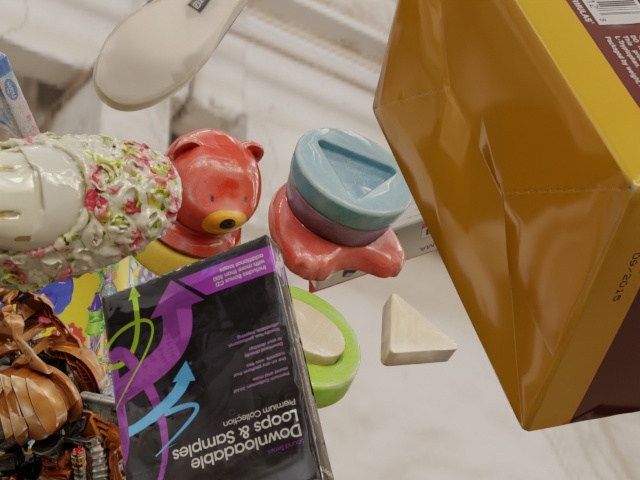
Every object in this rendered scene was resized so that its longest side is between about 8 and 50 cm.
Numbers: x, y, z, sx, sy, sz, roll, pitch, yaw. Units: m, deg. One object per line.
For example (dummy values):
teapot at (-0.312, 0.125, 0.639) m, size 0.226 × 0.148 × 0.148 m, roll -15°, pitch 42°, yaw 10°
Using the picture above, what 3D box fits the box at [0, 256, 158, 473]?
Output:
box at (-0.350, 0.157, 1.533) m, size 0.289 × 0.279 × 0.177 m, roll -12°, pitch -25°, yaw 19°

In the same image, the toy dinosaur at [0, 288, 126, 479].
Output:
toy dinosaur at (-0.232, 0.133, 0.940) m, size 0.218 × 0.322 × 0.164 m, roll -15°, pitch -8°, yaw 29°

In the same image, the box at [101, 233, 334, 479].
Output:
box at (-0.063, 0.087, 0.690) m, size 0.116 × 0.162 × 0.029 m, roll -21°, pitch -30°, yaw 11°

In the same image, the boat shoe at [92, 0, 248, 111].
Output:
boat shoe at (-0.199, -0.285, 1.668) m, size 0.127 × 0.340 × 0.158 m, roll 41°, pitch -25°, yaw -2°

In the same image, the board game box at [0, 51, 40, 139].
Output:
board game box at (-0.299, -0.141, 1.072) m, size 0.090 × 0.020 × 0.090 m, roll 30°, pitch -30°, yaw 36°

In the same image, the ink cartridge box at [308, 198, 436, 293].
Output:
ink cartridge box at (0.110, 0.017, 2.009) m, size 0.275 × 0.060 × 0.239 m, roll -19°, pitch -28°, yaw -9°

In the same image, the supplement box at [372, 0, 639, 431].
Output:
supplement box at (0.150, -0.049, 0.485) m, size 0.194 × 0.191 × 0.129 m, roll -6°, pitch -42°, yaw -17°

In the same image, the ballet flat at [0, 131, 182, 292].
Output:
ballet flat at (-0.198, -0.015, 0.640) m, size 0.240 × 0.091 × 0.077 m, roll -6°, pitch -8°, yaw 5°

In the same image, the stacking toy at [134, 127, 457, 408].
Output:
stacking toy at (0.000, 0.000, 1.131) m, size 0.309 × 0.279 × 0.130 m, roll -10°, pitch -37°, yaw -41°
